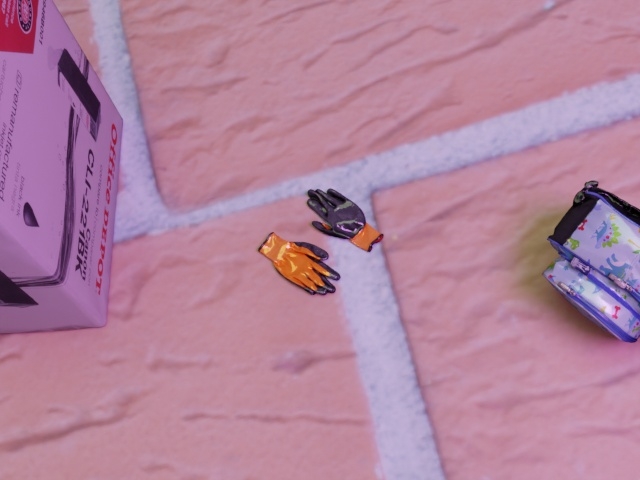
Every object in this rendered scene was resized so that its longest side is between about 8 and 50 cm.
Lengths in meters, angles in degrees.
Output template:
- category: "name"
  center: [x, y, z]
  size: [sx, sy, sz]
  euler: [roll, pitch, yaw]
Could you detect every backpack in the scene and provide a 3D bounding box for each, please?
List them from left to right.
- category: "backpack"
  center: [0.219, 0.025, 0.733]
  size: [0.114, 0.105, 0.084]
  euler: [37, 100, 20]

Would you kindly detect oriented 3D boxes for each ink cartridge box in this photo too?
- category: "ink cartridge box"
  center: [-0.239, -0.065, 0.757]
  size: [0.114, 0.273, 0.197]
  euler: [-2, 68, 5]

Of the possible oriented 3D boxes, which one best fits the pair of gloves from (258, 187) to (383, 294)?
- category: "pair of gloves"
  center: [0.000, 0.000, 0.829]
  size: [0.074, 0.010, 0.083]
  euler: [38, 78, 22]
